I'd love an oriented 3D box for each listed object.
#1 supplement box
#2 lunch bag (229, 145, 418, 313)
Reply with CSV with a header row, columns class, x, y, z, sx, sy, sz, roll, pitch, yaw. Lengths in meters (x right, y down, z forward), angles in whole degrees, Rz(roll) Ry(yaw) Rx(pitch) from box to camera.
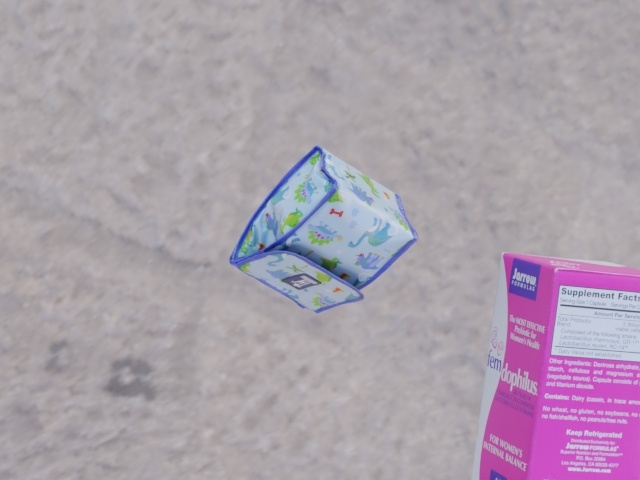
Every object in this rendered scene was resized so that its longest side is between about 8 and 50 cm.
class,x,y,z,sx,sy,sz,roll,pitch,yaw
supplement box,0.208,0.127,1.302,0.114,0.111,0.220,7,93,-18
lunch bag,0.000,0.000,1.587,0.129,0.151,0.096,32,25,-35
